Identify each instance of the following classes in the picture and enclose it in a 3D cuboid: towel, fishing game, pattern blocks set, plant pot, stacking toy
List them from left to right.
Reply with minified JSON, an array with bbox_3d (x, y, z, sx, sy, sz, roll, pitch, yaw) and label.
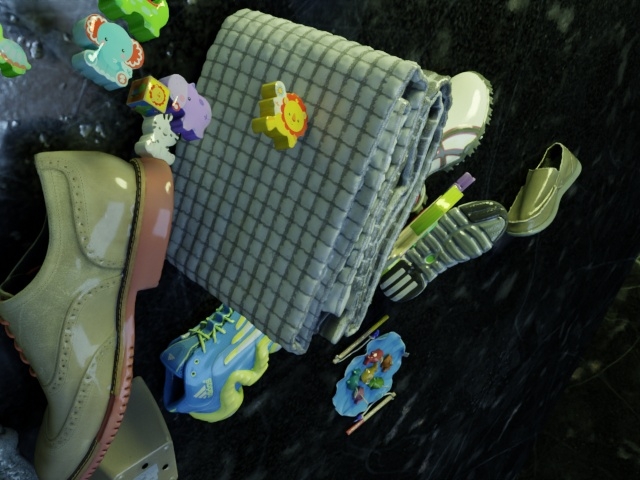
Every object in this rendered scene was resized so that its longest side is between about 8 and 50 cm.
[{"bbox_3d":[-0.225,0.247,0.712,0.109,0.096,0.109,-27,134,-36],"label":"plant pot"},{"bbox_3d":[-0.137,-0.129,0.487,0.221,0.167,0.052,32,62,-51],"label":"stacking toy"},{"bbox_3d":[-0.024,-0.061,0.614,0.121,0.235,0.284,-2,117,-56],"label":"towel"},{"bbox_3d":[0.102,0.260,1.158,0.189,0.041,0.264,-32,137,-27],"label":"fishing game"},{"bbox_3d":[0.105,0.012,0.859,0.325,0.026,0.285,-40,175,-28],"label":"pattern blocks set"}]

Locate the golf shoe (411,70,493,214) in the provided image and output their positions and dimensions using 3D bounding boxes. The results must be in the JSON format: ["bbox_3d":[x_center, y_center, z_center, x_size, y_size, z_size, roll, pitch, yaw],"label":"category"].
[{"bbox_3d":[0.135,-0.139,0.850,0.273,0.105,0.120,-52,131,-4],"label":"golf shoe"}]

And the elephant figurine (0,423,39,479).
[{"bbox_3d":[-0.327,0.334,0.635,0.169,0.186,0.239,-26,133,12],"label":"elephant figurine"}]

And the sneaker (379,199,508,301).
[{"bbox_3d":[0.193,0.002,1.003,0.228,0.086,0.132,-35,-174,12],"label":"sneaker"}]

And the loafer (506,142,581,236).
[{"bbox_3d":[0.452,-0.109,1.279,0.251,0.094,0.087,-51,120,-26],"label":"loafer"}]

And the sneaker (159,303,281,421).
[{"bbox_3d":[-0.117,0.126,0.758,0.126,0.091,0.240,11,107,-52],"label":"sneaker"}]

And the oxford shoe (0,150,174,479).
[{"bbox_3d":[-0.242,0.079,0.577,0.130,0.123,0.348,9,103,-32],"label":"oxford shoe"}]
